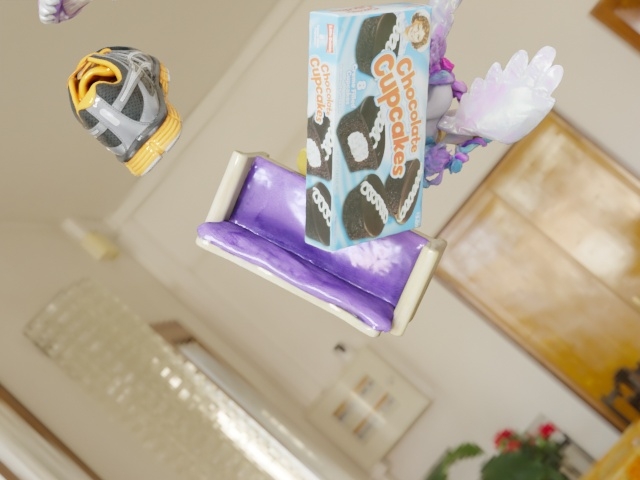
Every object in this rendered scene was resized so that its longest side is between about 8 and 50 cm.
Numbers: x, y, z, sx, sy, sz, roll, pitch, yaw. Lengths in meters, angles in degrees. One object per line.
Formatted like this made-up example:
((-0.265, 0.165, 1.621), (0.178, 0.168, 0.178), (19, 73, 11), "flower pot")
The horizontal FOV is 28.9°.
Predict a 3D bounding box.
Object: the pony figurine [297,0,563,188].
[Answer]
((0.173, -0.226, 1.986), (0.363, 0.303, 0.351), (-17, -30, -30), "pony figurine")

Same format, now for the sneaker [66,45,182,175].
((-0.182, -0.133, 1.084), (0.084, 0.083, 0.215), (-51, 30, 5), "sneaker")

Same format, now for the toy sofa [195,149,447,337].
((0.000, 0.000, 1.920), (0.150, 0.362, 0.177), (-66, -15, 13), "toy sofa")

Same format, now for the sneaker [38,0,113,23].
((-0.242, -0.283, 1.296), (0.236, 0.104, 0.095), (158, 114, -77), "sneaker")

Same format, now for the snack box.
((0.066, -0.160, 1.713), (0.187, 0.060, 0.322), (-15, -66, -42), "snack box")
